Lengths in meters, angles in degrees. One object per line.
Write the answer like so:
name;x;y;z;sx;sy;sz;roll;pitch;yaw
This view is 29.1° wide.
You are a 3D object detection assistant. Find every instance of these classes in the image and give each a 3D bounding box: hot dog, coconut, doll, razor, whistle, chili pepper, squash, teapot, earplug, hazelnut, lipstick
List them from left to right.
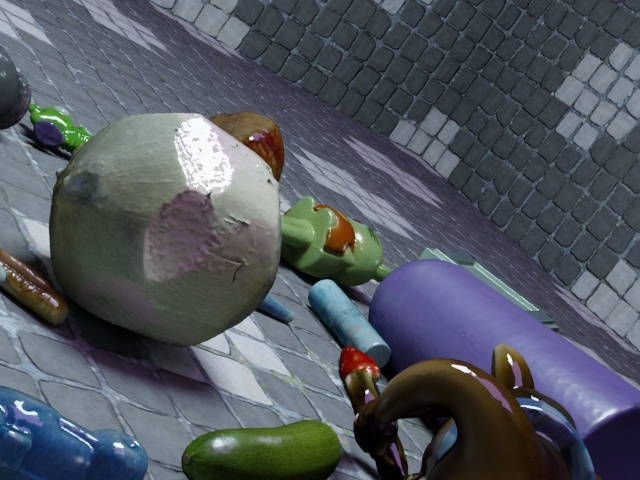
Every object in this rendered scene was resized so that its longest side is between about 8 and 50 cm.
teapot;-0.425;-0.183;1.475;0.146;0.148;0.116;36;40;-65
whistle;-0.227;0.123;0.800;0.269;0.093;0.180;32;-12;-14
hot dog;-0.289;0.029;1.150;0.137;0.028;0.044;36;5;10
doll;-0.307;-0.121;1.632;0.190;0.050;0.115;35;19;-9
coconut;-0.160;-0.020;1.227;0.230;0.227;0.227;33;10;-45
hazelnut;-0.126;-0.141;2.025;0.154;0.143;0.143;24;1;43
razor;-0.084;0.067;1.551;0.135;0.040;0.068;33;11;-33
squash;-0.040;0.195;1.094;0.069;0.069;0.258;41;13;24
whistle;0.000;0.000;1.864;0.288;0.106;0.131;23;11;-47
lipstick;0.038;0.114;1.666;0.048;0.048;0.158;25;16;-40
chili pepper;0.043;0.154;1.540;0.027;0.045;0.178;42;4;-13
doll;0.144;0.230;1.156;0.318;0.209;0.340;48;12;8
earplug;0.224;0.175;1.589;0.215;0.215;0.456;24;13;-43

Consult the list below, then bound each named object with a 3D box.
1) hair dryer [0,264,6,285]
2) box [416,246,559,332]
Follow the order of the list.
hair dryer;-0.323;0.017;1.069;0.082;0.047;0.137;41;7;27
box;0.268;0.120;2.108;0.225;0.117;0.225;39;12;19
